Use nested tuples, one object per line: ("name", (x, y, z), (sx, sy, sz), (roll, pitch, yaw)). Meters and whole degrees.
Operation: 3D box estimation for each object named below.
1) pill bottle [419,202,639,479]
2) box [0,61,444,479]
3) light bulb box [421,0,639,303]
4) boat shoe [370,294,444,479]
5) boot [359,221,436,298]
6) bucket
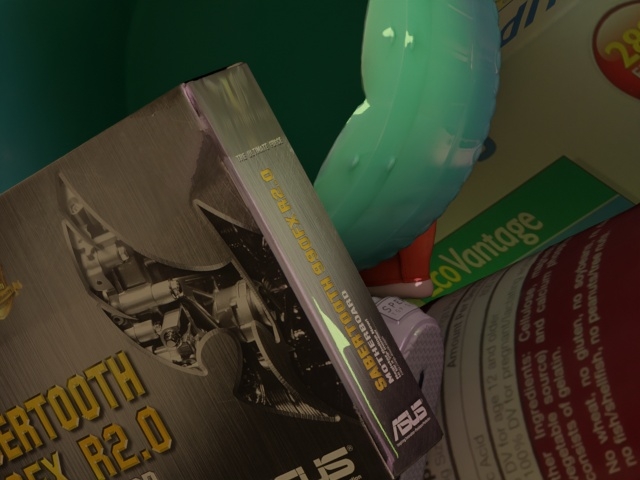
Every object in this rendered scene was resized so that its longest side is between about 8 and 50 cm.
("pill bottle", (0.163, 0.105, 0.979), (0.224, 0.392, 0.224), (30, 46, -37))
("box", (-0.085, 0.054, 0.836), (0.183, 0.231, 0.056), (62, 31, -2))
("light bulb box", (0.220, -0.149, 1.182), (0.225, 0.358, 0.361), (34, 53, -14))
("boat shoe", (-0.020, 0.169, 0.910), (0.109, 0.094, 0.302), (22, 83, -65))
("boot", (0.000, 0.000, 1.067), (0.059, 0.158, 0.084), (-12, 97, -46))
("bucket", (-0.055, -0.098, 0.952), (0.183, 0.281, 0.281), (3, 65, -61))
